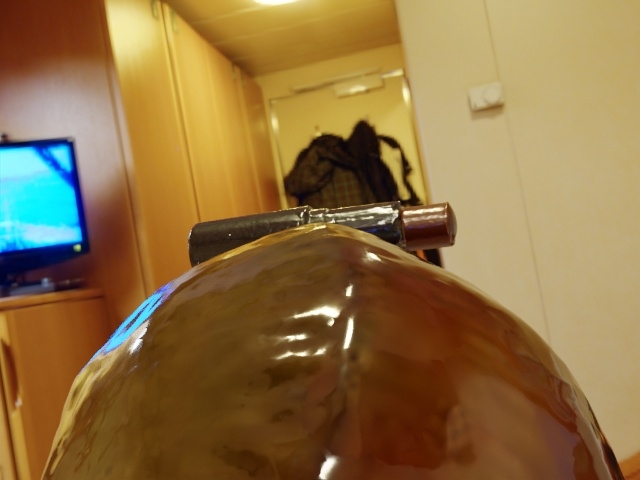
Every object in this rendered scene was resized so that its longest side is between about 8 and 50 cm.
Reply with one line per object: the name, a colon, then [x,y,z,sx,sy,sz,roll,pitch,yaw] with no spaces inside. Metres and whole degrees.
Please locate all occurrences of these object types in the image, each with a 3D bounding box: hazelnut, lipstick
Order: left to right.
lipstick: [0.000,0.000,0.867,0.299,0.081,0.081,-6,-1,13]
hazelnut: [0.026,0.182,0.514,0.420,0.353,0.421,20,4,-2]
